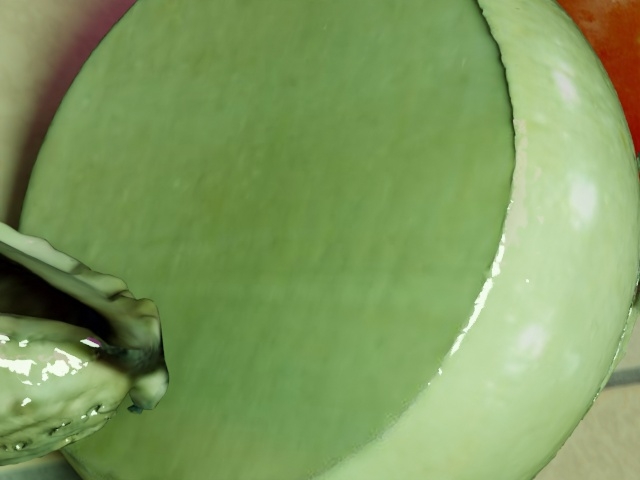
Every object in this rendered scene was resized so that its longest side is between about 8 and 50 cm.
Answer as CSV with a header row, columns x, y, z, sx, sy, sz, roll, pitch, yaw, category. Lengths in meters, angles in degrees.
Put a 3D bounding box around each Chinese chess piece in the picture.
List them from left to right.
x,y,z,sx,sy,sz,roll,pitch,yaw,category
0.000,0.000,1.016,0.146,0.349,0.349,28,51,-48,Chinese chess piece

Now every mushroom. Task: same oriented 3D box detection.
x,y,z,sx,sy,sz,roll,pitch,yaw,category
-0.243,0.005,0.890,0.344,0.247,0.130,31,90,-31,mushroom

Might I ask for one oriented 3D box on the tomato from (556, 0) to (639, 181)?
x,y,z,sx,sy,sz,roll,pitch,yaw,category
0.135,-0.079,1.265,0.298,0.226,0.299,18,62,-36,tomato
